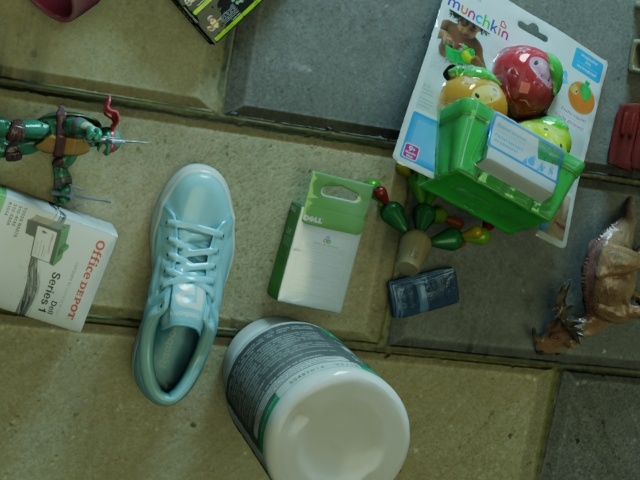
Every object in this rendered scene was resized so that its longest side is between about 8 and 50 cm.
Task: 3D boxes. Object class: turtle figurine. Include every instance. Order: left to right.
[{"bbox_3d":[-0.368,-0.131,1.619,0.234,0.118,0.175,2,141,-16],"label":"turtle figurine"}]

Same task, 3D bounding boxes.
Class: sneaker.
[{"bbox_3d":[-0.191,0.073,1.692,0.135,0.150,0.365,6,99,-19],"label":"sneaker"}]

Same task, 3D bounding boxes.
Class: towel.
[{"bbox_3d":[0.169,0.085,1.870,0.120,0.029,0.067,-14,105,-15],"label":"towel"}]

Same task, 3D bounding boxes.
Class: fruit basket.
[{"bbox_3d":[0.297,-0.207,1.768,0.327,0.165,0.353,27,73,-21],"label":"fruit basket"}]

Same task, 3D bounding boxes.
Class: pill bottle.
[{"bbox_3d":[-0.024,0.234,1.663,0.204,0.361,0.204,-4,102,-17],"label":"pill bottle"}]

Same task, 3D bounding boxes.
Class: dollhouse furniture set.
[{"bbox_3d":[0.623,-0.277,1.874,0.201,0.152,0.374,6,99,-18],"label":"dollhouse furniture set"}]

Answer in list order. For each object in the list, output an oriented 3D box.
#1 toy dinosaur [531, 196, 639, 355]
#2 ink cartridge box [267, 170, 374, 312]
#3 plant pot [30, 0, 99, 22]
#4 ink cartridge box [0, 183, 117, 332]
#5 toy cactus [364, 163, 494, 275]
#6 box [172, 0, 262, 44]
[{"bbox_3d":[0.474,0.066,1.918,0.200,0.127,0.295,9,92,-12],"label":"toy dinosaur"},{"bbox_3d":[0.000,0.000,1.783,0.109,0.062,0.209,13,96,-19],"label":"ink cartridge box"},{"bbox_3d":[-0.329,-0.425,1.540,0.180,0.201,0.201,-42,110,-23],"label":"plant pot"},{"bbox_3d":[-0.420,0.020,1.640,0.220,0.092,0.160,20,95,-19],"label":"ink cartridge box"},{"bbox_3d":[0.165,-0.025,1.784,0.219,0.112,0.180,30,51,-11],"label":"toy cactus"},{"bbox_3d":[-0.148,-0.416,1.665,0.191,0.045,0.184,-45,112,-6],"label":"box"}]
